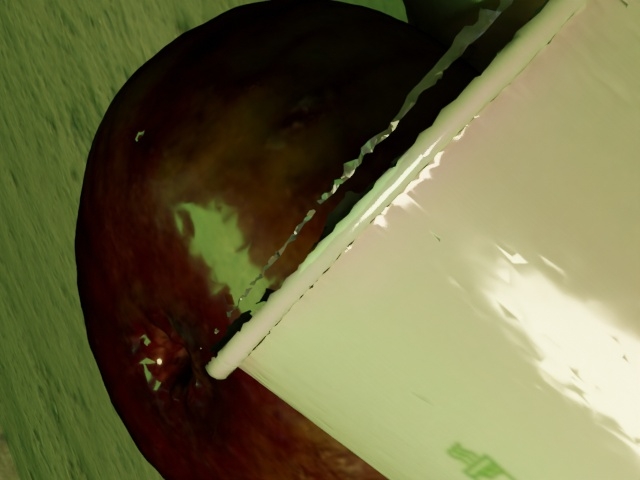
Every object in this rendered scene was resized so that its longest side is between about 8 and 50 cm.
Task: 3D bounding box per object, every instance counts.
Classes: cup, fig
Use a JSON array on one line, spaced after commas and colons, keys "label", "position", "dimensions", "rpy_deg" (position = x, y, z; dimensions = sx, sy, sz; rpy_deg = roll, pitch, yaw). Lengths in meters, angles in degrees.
[{"label": "cup", "position": [0.142, 0.033, 0.550], "dimensions": [0.274, 0.253, 0.253], "rpy_deg": [44, 155, 0]}, {"label": "fig", "position": [0.007, 0.015, 0.777], "dimensions": [0.235, 0.214, 0.235], "rpy_deg": [17, 137, 16]}]

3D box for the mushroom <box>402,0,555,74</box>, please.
[{"label": "mushroom", "position": [0.035, -0.223, 0.779], "dimensions": [0.159, 0.122, 0.329], "rpy_deg": [162, 87, -84]}]
